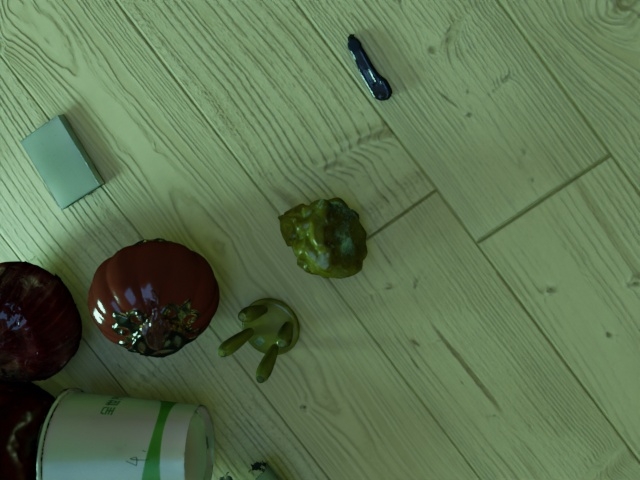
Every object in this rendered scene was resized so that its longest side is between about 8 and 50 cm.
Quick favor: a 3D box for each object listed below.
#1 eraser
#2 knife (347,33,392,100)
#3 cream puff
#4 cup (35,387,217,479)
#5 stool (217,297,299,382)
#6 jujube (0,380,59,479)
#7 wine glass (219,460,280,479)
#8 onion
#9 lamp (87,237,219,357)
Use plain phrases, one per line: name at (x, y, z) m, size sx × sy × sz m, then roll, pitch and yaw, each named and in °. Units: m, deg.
eraser at (-0.480, -0.144, 1.418) m, size 0.104 × 0.023 × 0.150 m, roll -28°, pitch 95°, yaw 20°
knife at (0.076, -0.278, 1.227) m, size 0.031 × 0.018 × 0.121 m, roll -28°, pitch 95°, yaw 28°
cream puff at (0.000, 0.000, 1.273) m, size 0.116 × 0.146 × 0.146 m, roll -8°, pitch 103°, yaw 38°
cup at (-0.351, 0.398, 1.426) m, size 0.274 × 0.253 × 0.253 m, roll -3°, pitch 104°, yaw 8°
stool at (-0.104, 0.170, 1.351) m, size 0.134 × 0.110 × 0.135 m, roll -11°, pitch 103°, yaw 17°
jujube at (-0.654, 0.373, 1.472) m, size 0.377 × 0.258 × 0.258 m, roll 18°, pitch 110°, yaw 30°
wine glass at (-0.083, 0.577, 1.442) m, size 0.143 × 0.143 × 0.321 m, roll -20°, pitch 98°, yaw 20°
onion at (-0.577, 0.161, 1.426) m, size 0.252 × 0.219 × 0.252 m, roll 8°, pitch 116°, yaw 17°
lamp at (-0.289, 0.105, 1.330) m, size 0.227 × 0.227 × 0.226 m, roll 4°, pitch 106°, yaw 15°
